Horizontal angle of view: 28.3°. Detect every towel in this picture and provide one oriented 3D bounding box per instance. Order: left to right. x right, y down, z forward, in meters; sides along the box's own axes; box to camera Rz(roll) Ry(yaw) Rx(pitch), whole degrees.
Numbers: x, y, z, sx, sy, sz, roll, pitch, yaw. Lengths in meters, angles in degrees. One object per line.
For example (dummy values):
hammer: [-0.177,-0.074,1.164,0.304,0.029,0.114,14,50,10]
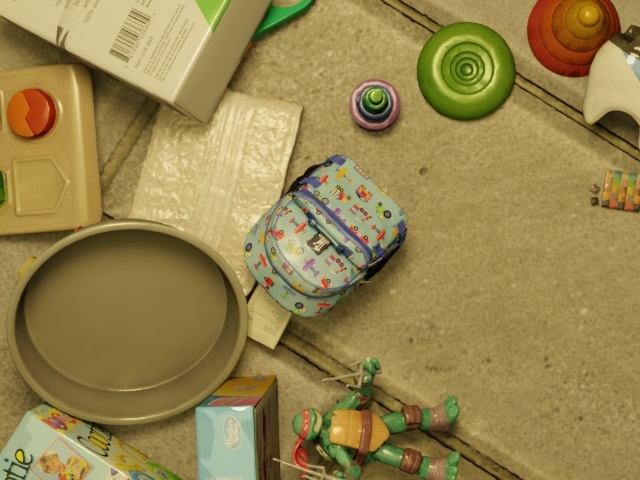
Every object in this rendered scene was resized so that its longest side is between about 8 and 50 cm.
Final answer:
towel: [-0.145,-0.062,1.629,0.187,0.049,0.282,15,90,1]

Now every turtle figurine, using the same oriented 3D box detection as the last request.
turtle figurine: [0.054,0.235,1.573,0.234,0.118,0.175,10,75,-13]

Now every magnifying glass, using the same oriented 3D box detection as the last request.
magnifying glass: [-0.083,-0.280,1.621,0.092,0.026,0.231,33,79,5]

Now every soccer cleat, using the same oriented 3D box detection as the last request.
soccer cleat: [0.485,-0.149,1.589,0.331,0.116,0.143,23,115,-2]

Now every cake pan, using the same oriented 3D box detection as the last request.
cake pan: [-0.237,0.096,1.568,0.293,0.054,0.293,-5,119,-8]

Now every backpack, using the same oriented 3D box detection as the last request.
backpack: [0.000,0.000,1.559,0.158,0.117,0.173,49,58,2]

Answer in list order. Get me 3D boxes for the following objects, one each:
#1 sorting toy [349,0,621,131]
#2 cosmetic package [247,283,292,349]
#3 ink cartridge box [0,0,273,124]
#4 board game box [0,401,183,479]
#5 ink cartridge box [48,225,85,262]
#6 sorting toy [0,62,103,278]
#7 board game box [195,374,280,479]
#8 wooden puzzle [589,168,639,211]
sorting toy: [0.209,-0.227,1.579,0.366,0.126,0.127,-21,89,1]
cosmetic package: [-0.058,0.076,1.628,0.060,0.041,0.115,30,91,0]
ink cartridge box: [-0.229,-0.305,1.566,0.289,0.121,0.211,29,90,17]
board game box: [-0.270,0.335,1.583,0.275,0.142,0.144,33,92,2]
ink cartridge box: [-0.296,0.017,1.599,0.029,0.115,0.063,40,92,8]
sorting toy: [-0.395,-0.065,1.624,0.229,0.041,0.307,-4,91,12]
board game box: [-0.090,0.294,1.491,0.064,0.316,0.242,-2,89,2]
wooden puzzle: [0.388,-0.064,1.630,0.083,0.006,0.049,9,90,2]
